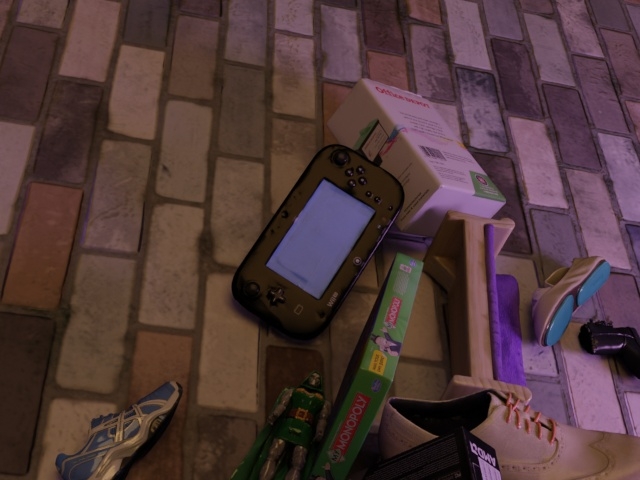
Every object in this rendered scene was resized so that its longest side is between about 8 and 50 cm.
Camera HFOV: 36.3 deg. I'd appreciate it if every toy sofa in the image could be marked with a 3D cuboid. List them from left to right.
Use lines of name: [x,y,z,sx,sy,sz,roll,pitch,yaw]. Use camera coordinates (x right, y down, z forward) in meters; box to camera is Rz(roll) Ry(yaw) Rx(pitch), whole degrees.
toy sofa: [0.263,0.135,1.533,0.177,0.150,0.362,12,47,-7]

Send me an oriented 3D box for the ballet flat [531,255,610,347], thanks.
ballet flat: [0.410,0.099,1.676,0.086,0.086,0.248,39,47,17]

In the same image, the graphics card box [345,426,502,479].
graphics card box: [0.127,0.435,1.162,0.094,0.233,0.371,37,33,-40]

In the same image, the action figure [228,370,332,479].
action figure: [-0.037,0.274,1.373,0.137,0.063,0.232,19,42,3]

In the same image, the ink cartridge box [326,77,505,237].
ink cartridge box: [0.166,-0.141,1.729,0.201,0.117,0.278,8,41,-47]

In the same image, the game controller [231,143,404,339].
game controller: [0.000,0.000,1.552,0.166,0.067,0.319,30,73,11]

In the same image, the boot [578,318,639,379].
boot: [0.495,0.184,1.639,0.099,0.045,0.121,7,40,-16]

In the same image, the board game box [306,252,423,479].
board game box: [0.064,0.176,1.325,0.046,0.213,0.317,22,27,3]

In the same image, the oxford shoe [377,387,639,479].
oxford shoe: [0.272,0.282,1.324,0.397,0.146,0.140,-1,23,3]

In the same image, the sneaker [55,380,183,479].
sneaker: [-0.261,0.252,1.299,0.081,0.080,0.211,35,47,10]
